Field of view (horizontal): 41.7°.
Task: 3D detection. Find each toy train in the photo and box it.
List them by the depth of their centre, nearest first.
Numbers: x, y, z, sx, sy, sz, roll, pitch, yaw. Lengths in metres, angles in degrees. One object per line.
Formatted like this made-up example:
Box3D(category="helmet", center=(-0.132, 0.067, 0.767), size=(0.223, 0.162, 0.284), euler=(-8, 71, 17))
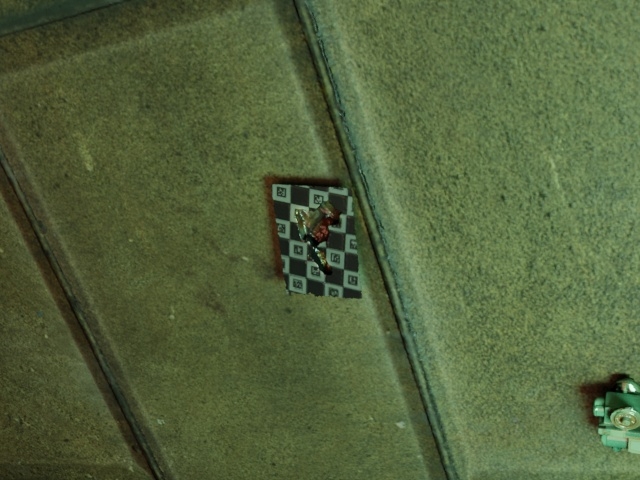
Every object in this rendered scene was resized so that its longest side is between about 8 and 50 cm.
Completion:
Box3D(category="toy train", center=(0.506, 0.278, 1.253), size=(0.193, 0.081, 0.125), euler=(4, 124, 20))

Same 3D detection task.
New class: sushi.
Box3D(category="sushi", center=(0.000, 0.000, 1.338), size=(0.139, 0.031, 0.201), euler=(5, 117, 22))
